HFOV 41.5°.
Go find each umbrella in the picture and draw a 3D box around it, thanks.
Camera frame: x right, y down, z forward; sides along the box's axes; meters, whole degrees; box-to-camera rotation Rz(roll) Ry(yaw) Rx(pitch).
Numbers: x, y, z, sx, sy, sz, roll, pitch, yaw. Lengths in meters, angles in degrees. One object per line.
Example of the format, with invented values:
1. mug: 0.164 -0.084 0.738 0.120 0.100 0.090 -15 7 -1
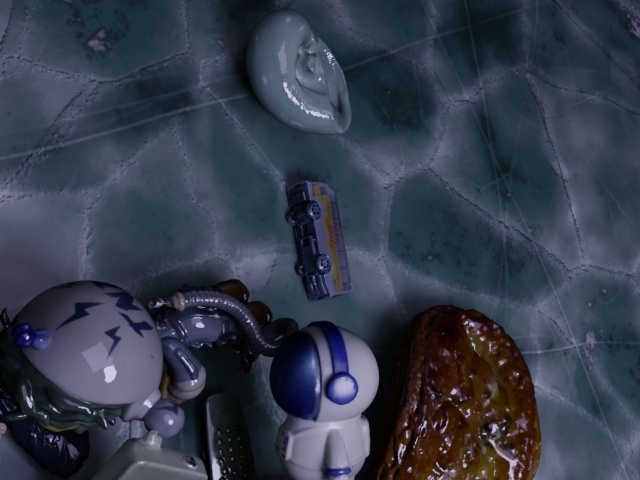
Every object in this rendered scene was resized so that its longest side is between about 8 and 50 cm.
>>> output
1. umbrella: -0.394 0.203 1.072 0.248 0.071 0.071 44 60 -7

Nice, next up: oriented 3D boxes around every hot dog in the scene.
1. hot dog: 0.213 0.288 1.343 0.267 0.174 0.387 25 68 -22

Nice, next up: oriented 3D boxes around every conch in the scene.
1. conch: -0.032 -0.264 1.358 0.185 0.121 0.221 -37 105 -36

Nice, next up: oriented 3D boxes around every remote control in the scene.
1. remote control: -0.131 0.327 1.205 0.072 0.042 0.221 -5 82 -32

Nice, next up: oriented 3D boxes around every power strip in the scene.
1. power strip: -0.252 0.341 1.025 0.118 0.046 0.270 30 108 -40

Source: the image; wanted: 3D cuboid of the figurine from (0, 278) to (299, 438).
1. figurine: -0.241 0.136 1.089 0.382 0.261 0.186 -6 117 -51

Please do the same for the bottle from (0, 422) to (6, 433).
1. bottle: -0.441 0.280 0.973 0.148 0.147 0.236 13 64 -28

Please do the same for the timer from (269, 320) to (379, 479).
1. timer: -0.001 0.294 1.089 0.271 0.270 0.383 -2 95 -32

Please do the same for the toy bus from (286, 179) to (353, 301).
1. toy bus: 0.000 0.000 1.350 0.075 0.064 0.190 -4 80 -38
